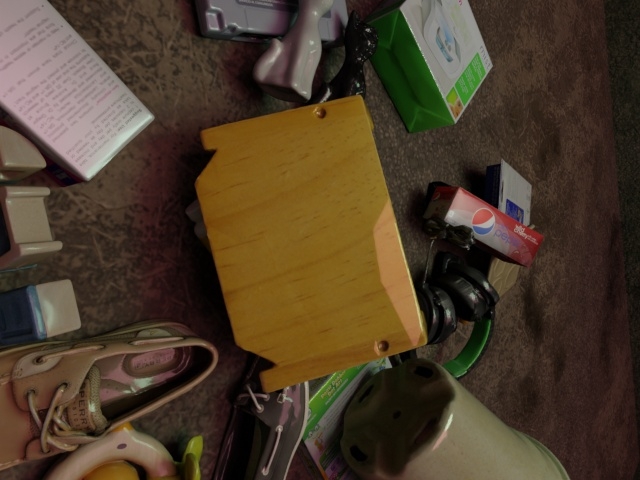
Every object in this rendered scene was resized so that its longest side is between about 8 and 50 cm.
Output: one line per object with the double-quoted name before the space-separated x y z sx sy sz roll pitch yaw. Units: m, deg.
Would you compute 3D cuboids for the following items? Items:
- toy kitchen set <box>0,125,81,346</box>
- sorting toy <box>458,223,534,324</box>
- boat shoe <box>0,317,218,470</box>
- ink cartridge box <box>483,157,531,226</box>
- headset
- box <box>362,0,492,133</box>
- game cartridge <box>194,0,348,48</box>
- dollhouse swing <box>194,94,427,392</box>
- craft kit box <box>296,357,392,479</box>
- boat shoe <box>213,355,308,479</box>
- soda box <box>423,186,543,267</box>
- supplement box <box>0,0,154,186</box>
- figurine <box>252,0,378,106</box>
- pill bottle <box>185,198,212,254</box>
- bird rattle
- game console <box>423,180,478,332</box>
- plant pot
"toy kitchen set" -0.352 0.008 0.399 0.166 0.122 0.207 -12 88 -61
"sorting toy" 0.466 0.093 1.177 0.307 0.041 0.229 -25 131 -38
"boat shoe" -0.282 0.171 0.489 0.341 0.110 0.121 -18 103 -41
"ink cartridge box" 0.512 -0.108 1.210 0.333 0.065 0.165 12 83 -53
"headset" 0.276 0.138 0.918 0.243 0.185 0.394 -23 112 -21
"box" 0.231 -0.411 0.942 0.231 0.127 0.262 -53 122 -26
"game cartridge" -0.077 -0.423 0.707 0.294 0.060 0.196 -17 105 -41
"dollhouse swing" 0.000 0.000 0.716 0.315 0.305 0.346 -15 89 -8
"craft kit box" 0.059 0.335 0.844 0.250 0.061 0.246 -38 118 -36
"boat shoe" -0.098 0.306 0.660 0.096 0.112 0.335 15 84 -46
"soda box" 0.372 -0.030 0.996 0.263 0.092 0.083 25 89 -19
"supplement box" -0.308 -0.173 0.459 0.220 0.111 0.114 49 60 -31
"figurine" 0.009 -0.310 0.721 0.215 0.092 0.209 21 88 -50
"pill bottle" -0.144 -0.011 0.644 0.065 0.065 0.116 -50 121 -30
"bird rattle" -0.255 0.340 0.543 0.253 0.143 0.207 -40 106 -20
"game console" 0.318 0.048 1.082 0.213 0.044 0.361 19 77 -41
"plant pot" 0.208 0.386 0.763 0.305 0.334 0.334 51 58 -17
